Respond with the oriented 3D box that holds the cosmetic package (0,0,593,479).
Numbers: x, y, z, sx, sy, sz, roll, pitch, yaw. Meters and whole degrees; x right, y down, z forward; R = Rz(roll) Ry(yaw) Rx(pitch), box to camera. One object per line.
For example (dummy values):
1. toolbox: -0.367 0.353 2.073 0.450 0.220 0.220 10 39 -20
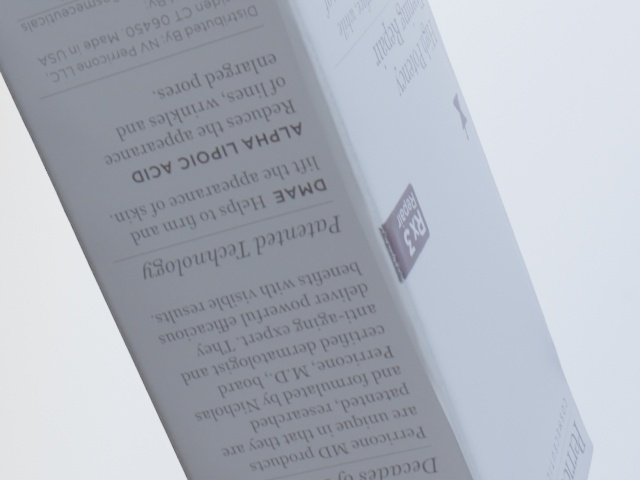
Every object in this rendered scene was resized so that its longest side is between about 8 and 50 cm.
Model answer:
1. cosmetic package: 0.000 0.000 0.441 0.231 0.086 0.117 66 23 -18
